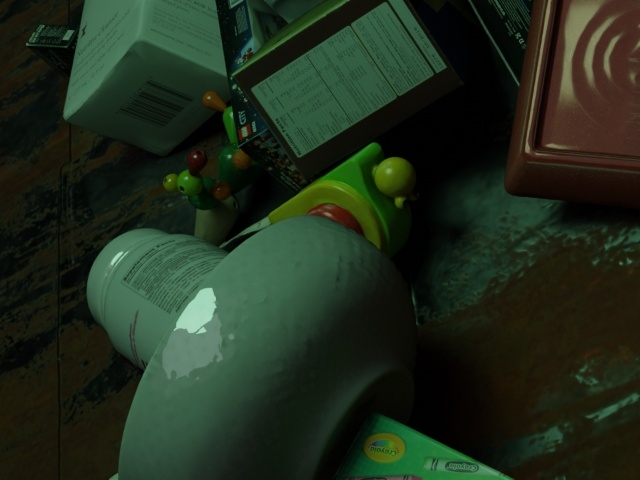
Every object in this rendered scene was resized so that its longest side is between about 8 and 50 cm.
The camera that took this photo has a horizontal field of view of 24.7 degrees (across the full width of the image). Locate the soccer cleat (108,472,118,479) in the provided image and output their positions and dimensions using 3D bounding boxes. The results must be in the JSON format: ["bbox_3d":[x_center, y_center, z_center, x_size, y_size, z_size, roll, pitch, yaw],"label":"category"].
[{"bbox_3d":[-0.143,0.235,1.550,0.196,0.068,0.076,-22,46,20],"label":"soccer cleat"}]

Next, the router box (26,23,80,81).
[{"bbox_3d":[-0.319,-0.240,1.954,0.092,0.122,0.038,9,66,42],"label":"router box"}]

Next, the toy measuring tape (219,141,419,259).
[{"bbox_3d":[0.000,0.000,1.563,0.330,0.121,0.121,-32,44,47],"label":"toy measuring tape"}]

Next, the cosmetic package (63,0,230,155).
[{"bbox_3d":[-0.187,-0.329,1.837,0.217,0.156,0.385,-36,43,46],"label":"cosmetic package"}]

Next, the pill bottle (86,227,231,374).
[{"bbox_3d":[-0.132,0.085,1.551,0.160,0.160,0.283,-58,35,-5],"label":"pill bottle"}]

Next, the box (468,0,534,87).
[{"bbox_3d":[0.287,-0.274,1.496,0.257,0.079,0.322,-36,46,15],"label":"box"}]

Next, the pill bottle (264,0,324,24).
[{"bbox_3d":[-0.023,-0.348,1.792,0.094,0.094,0.169,-16,55,32],"label":"pill bottle"}]

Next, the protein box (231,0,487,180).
[{"bbox_3d":[0.047,-0.194,1.543,0.201,0.136,0.200,-30,12,23],"label":"protein box"}]

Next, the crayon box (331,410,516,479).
[{"bbox_3d":[0.161,0.247,1.206,0.278,0.165,0.081,22,79,46],"label":"crayon box"}]

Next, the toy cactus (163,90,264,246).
[{"bbox_3d":[-0.116,-0.072,1.662,0.219,0.112,0.181,-57,-11,-61],"label":"toy cactus"}]

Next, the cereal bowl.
[{"bbox_3d":[-0.018,0.155,1.316,0.141,0.339,0.339,29,84,27],"label":"cereal bowl"}]

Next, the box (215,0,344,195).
[{"bbox_3d":[-0.043,-0.161,1.642,0.044,0.159,0.233,-28,48,21],"label":"box"}]

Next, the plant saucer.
[{"bbox_3d":[0.301,-0.159,1.341,0.259,0.047,0.259,7,85,26],"label":"plant saucer"}]
